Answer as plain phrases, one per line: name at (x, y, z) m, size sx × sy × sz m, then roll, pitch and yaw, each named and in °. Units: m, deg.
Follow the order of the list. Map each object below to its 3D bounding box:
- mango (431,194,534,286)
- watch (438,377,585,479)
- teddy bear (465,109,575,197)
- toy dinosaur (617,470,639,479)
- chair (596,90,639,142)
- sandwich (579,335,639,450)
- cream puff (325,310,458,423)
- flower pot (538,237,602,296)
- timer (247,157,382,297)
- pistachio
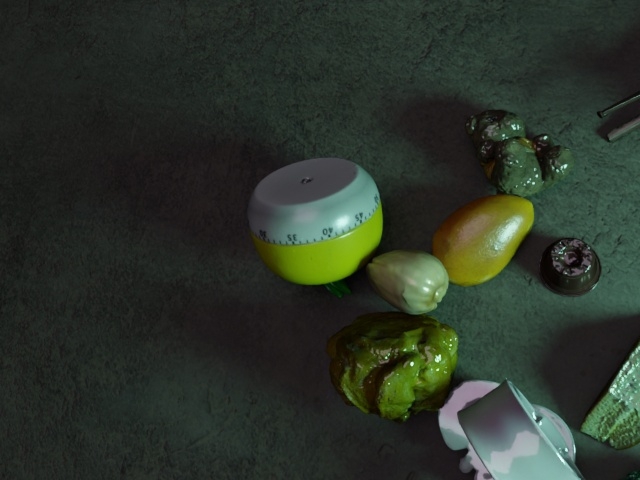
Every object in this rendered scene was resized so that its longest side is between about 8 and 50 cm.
mango at (0.304, -0.005, 1.251) m, size 0.217 × 0.102 × 0.141 m, roll -35°, pitch 73°, yaw 11°
watch at (0.297, 0.333, 1.093) m, size 0.196 × 0.231 × 0.244 m, roll -39°, pitch 69°, yaw 10°
teddy bear at (0.358, -0.172, 1.270) m, size 0.176 × 0.140 × 0.190 m, roll -3°, pitch 57°, yaw -23°
toy dinosaur at (0.520, 0.385, 1.001) m, size 0.153 × 0.259 × 0.094 m, roll -33°, pitch 61°, yaw 40°
chair at (0.671, -0.235, 1.137) m, size 0.326 × 0.175 × 0.183 m, roll -36°, pitch 57°, yaw 15°
sandwich at (0.537, 0.234, 1.106) m, size 0.094 × 0.096 × 0.258 m, roll 33°, pitch 91°, yaw 20°
cream puff at (0.131, 0.217, 1.187) m, size 0.243 × 0.196 × 0.244 m, roll -9°, pitch 35°, yaw 7°
flower pot at (0.445, 0.040, 1.192) m, size 0.111 × 0.089 × 0.111 m, roll -5°, pitch 74°, yaw 19°
timer at (0.000, 0.000, 1.315) m, size 0.284 × 0.285 × 0.286 m, roll -5°, pitch 74°, yaw 19°
pistachio at (0.157, 0.067, 1.242) m, size 0.117 × 0.145 × 0.200 m, roll -54°, pitch 20°, yaw -3°
